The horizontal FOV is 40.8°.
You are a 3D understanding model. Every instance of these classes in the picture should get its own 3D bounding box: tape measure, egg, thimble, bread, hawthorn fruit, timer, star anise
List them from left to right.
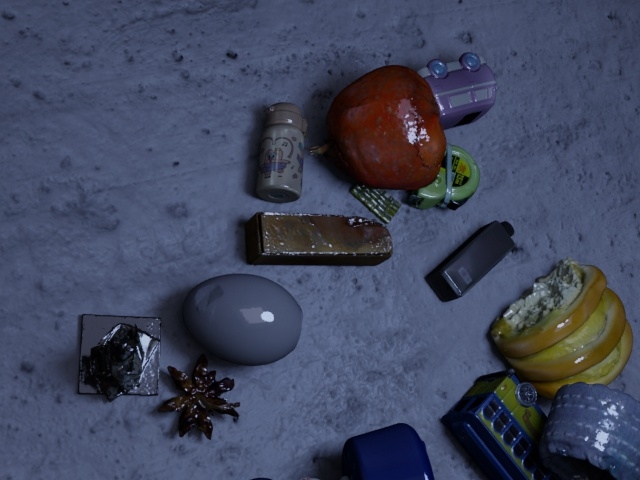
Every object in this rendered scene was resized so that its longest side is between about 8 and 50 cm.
[{"bbox_3d":[-0.235,0.302,1.653,0.167,0.057,0.168,4,70,-12],"label":"star anise"},{"bbox_3d":[-0.152,0.149,1.663,0.231,0.176,0.176,19,68,-11],"label":"egg"},{"bbox_3d":[0.009,0.501,1.613,0.383,0.270,0.271,-5,77,-11],"label":"timer"},{"bbox_3d":[0.117,-0.232,1.857,0.307,0.276,0.276,-12,79,-1],"label":"hawthorn fruit"},{"bbox_3d":[0.289,-0.148,1.986,0.154,0.087,0.178,17,67,-5],"label":"tape measure"},{"bbox_3d":[0.567,0.208,1.936,0.315,0.211,0.270,-36,92,-24],"label":"bread"},{"bbox_3d":[0.559,0.407,1.736,0.236,0.205,0.172,49,60,-41],"label":"thimble"}]

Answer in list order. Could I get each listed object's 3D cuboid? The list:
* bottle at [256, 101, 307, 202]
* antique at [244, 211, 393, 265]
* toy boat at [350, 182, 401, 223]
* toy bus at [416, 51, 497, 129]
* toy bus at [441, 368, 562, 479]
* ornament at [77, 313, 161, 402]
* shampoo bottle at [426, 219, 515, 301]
[{"bbox_3d":[-0.076,-0.190,1.838,0.110,0.097,0.209,16,69,-31],"label":"bottle"},{"bbox_3d":[0.000,0.000,1.823,0.309,0.087,0.093,2,73,-22],"label":"antique"},{"bbox_3d":[0.125,-0.095,1.941,0.115,0.016,0.063,40,64,-8],"label":"toy boat"},{"bbox_3d":[0.308,-0.343,2.025,0.202,0.142,0.142,-17,77,-25],"label":"toy bus"},{"bbox_3d":[0.419,0.436,1.846,0.175,0.138,0.288,-40,93,-29],"label":"toy bus"},{"bbox_3d":[-0.347,0.203,1.555,0.153,0.196,0.166,4,75,-21],"label":"ornament"},{"bbox_3d":[0.355,0.038,1.966,0.246,0.079,0.080,-38,93,-27],"label":"shampoo bottle"}]
